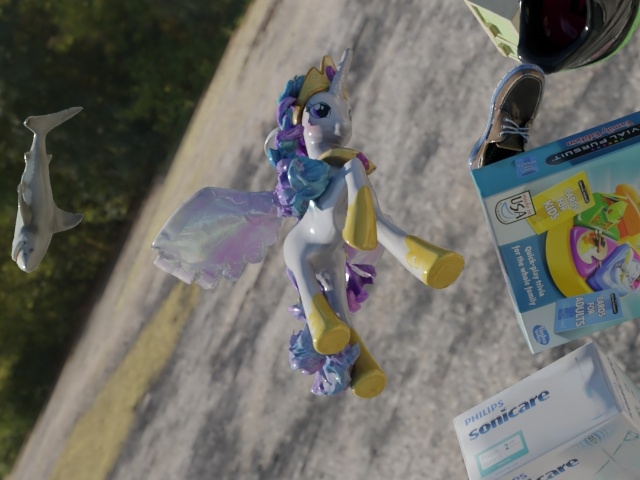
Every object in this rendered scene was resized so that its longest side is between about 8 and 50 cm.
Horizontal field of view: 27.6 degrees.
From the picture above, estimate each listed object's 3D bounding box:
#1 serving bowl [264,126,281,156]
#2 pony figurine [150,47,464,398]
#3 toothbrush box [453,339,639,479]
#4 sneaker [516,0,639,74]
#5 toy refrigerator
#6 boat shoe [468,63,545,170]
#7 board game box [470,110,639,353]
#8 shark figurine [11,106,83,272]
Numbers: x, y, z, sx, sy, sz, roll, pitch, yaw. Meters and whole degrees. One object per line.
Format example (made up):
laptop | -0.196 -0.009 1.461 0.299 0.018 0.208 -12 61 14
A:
serving bowl | -0.040 -0.144 1.906 0.083 0.083 0.027 125 153 -48
pony figurine | 0.000 0.000 1.520 0.351 0.303 0.363 -61 34 34
toothbrush box | 0.345 0.290 1.688 0.216 0.295 0.126 -32 40 18
sneaker | 0.352 -0.420 1.696 0.202 0.185 0.482 -36 -42 -37
toy refrigerator | 0.350 -0.394 2.334 0.094 0.102 0.269 -59 -24 1
boat shoe | 0.252 -0.144 1.715 0.066 0.066 0.183 -94 18 -53
board game box | 0.386 -0.025 1.643 0.079 0.336 0.253 -103 -8 -58
shark figurine | -0.445 -0.074 2.147 0.166 0.116 0.278 151 125 -72
